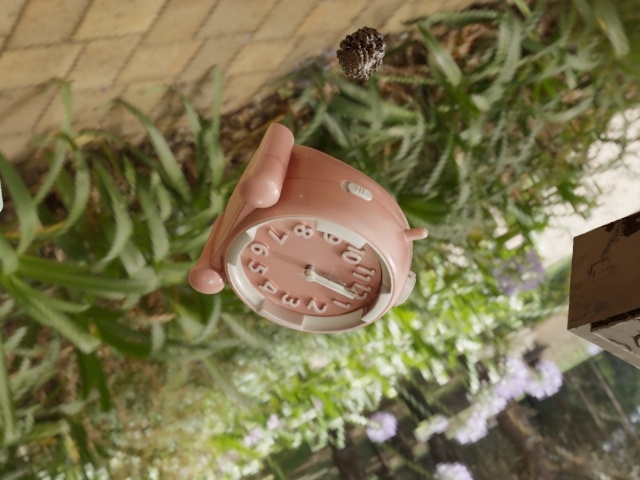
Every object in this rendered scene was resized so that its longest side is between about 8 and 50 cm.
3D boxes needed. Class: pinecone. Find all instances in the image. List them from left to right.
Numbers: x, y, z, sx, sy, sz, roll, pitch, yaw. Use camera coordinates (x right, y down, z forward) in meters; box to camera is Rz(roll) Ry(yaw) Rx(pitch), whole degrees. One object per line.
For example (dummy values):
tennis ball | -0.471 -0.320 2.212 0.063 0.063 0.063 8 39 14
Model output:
pinecone | 0.065 -0.297 1.696 0.077 0.077 0.083 -43 -162 49

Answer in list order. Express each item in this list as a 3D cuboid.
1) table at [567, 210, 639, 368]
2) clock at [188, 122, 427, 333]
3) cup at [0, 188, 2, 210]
table | 0.470 0.071 1.482 0.169 0.172 0.193 27 149 -27
clock | 0.000 0.000 1.257 0.227 0.241 0.142 -56 -169 45
cup | -0.283 -0.039 0.681 0.134 0.148 0.236 -4 177 -22
